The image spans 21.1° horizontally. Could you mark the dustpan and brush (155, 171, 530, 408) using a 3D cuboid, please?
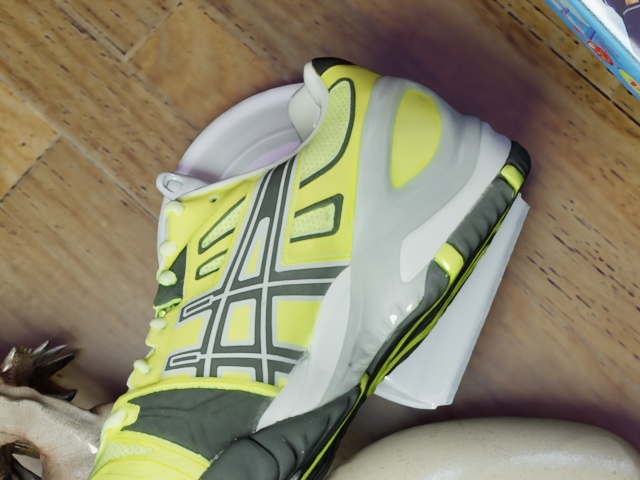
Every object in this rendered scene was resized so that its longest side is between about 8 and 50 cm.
[{"bbox_3d":[0.000,0.000,1.034,0.211,0.060,0.147,24,75,-4],"label":"dustpan and brush"}]

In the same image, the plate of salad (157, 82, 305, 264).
[{"bbox_3d":[-0.002,0.001,1.080,0.200,0.048,0.200,0,86,2],"label":"plate of salad"}]

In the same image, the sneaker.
[{"bbox_3d":[-0.045,0.061,0.918,0.147,0.145,0.384,36,62,9],"label":"sneaker"}]

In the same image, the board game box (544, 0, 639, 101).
[{"bbox_3d":[0.283,-0.194,0.959,0.308,0.086,0.302,-43,91,1],"label":"board game box"}]

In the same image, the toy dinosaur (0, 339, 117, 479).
[{"bbox_3d":[-0.117,0.159,1.043,0.127,0.200,0.295,-48,115,-39],"label":"toy dinosaur"}]

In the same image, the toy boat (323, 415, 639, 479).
[{"bbox_3d":[0.082,0.263,1.007,0.267,0.148,0.318,-2,89,-25],"label":"toy boat"}]
